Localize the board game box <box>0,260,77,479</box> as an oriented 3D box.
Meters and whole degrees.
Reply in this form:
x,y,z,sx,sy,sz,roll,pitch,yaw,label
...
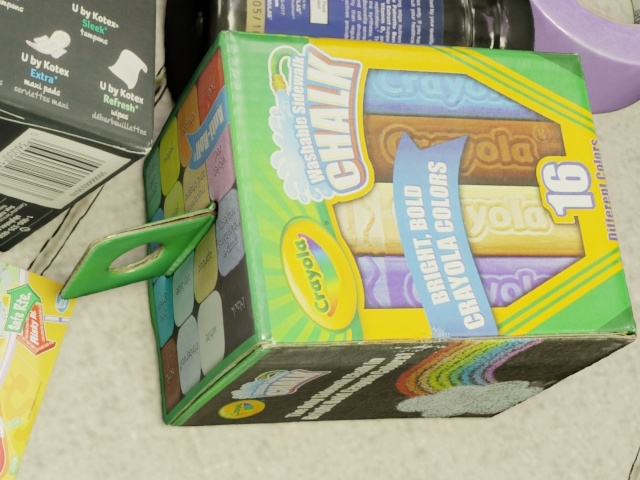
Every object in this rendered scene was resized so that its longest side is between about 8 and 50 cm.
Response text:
x,y,z,sx,sy,sz,roll,pitch,yaw,label
-0.206,0.081,0.788,0.103,0.026,0.154,21,63,-13,board game box

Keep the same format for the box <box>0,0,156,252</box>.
x,y,z,sx,sy,sz,roll,pitch,yaw,label
-0.190,-0.155,0.789,0.143,0.165,0.270,18,60,-37,box

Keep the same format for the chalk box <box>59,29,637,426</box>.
x,y,z,sx,sy,sz,roll,pitch,yaw,label
0.000,0.000,0.819,0.289,0.180,0.179,2,69,-23,chalk box

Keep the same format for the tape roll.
x,y,z,sx,sy,sz,roll,pitch,yaw,label
0.196,-0.193,1.037,0.189,0.080,0.189,9,65,-20,tape roll

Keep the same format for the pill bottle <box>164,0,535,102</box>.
x,y,z,sx,sy,sz,roll,pitch,yaw,label
0.019,-0.132,0.914,0.219,0.123,0.123,1,69,-22,pill bottle
